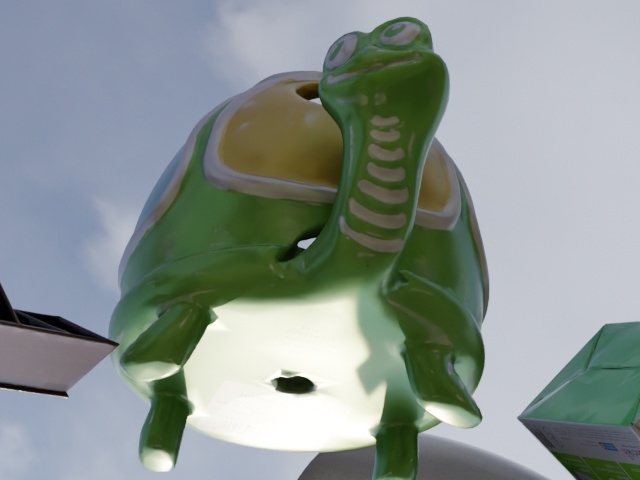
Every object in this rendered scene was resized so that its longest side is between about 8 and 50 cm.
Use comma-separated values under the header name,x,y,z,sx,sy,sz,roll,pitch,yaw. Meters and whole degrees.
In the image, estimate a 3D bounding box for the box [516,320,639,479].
name,x,y,z,sx,sy,sz,roll,pitch,yaw
box,0.308,0.186,1.381,0.127,0.262,0.231,-45,-85,-12

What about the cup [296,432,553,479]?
name,x,y,z,sx,sy,sz,roll,pitch,yaw
cup,0.142,0.324,1.496,0.331,0.237,0.331,9,-102,-50

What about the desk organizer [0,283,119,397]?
name,x,y,z,sx,sy,sz,roll,pitch,yaw
desk organizer,-0.176,0.049,0.971,0.050,0.047,0.130,-41,-29,20

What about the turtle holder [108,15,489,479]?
name,x,y,z,sx,sy,sz,roll,pitch,yaw
turtle holder,-0.017,0.004,1.095,0.243,0.227,0.320,-2,-30,15
